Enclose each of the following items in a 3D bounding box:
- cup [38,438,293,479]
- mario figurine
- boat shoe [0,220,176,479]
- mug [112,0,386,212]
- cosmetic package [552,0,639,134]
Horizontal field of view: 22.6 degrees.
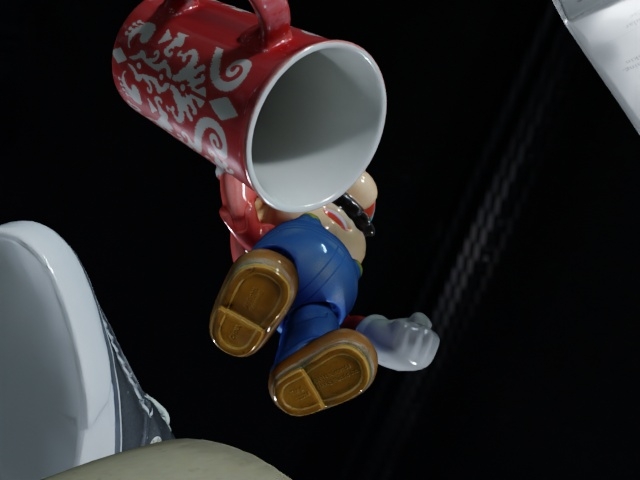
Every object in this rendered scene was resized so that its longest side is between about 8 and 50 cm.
[{"bbox_3d":[-0.127,0.246,0.547,0.331,0.237,0.331,6,-83,53],"label":"cup"},{"bbox_3d":[0.000,0.000,1.280,0.320,0.170,0.198,-86,168,-69],"label":"mario figurine"},{"bbox_3d":[-0.125,0.123,0.876,0.108,0.102,0.301,4,-67,33],"label":"boat shoe"},{"bbox_3d":[-0.050,-0.117,1.049,0.169,0.113,0.150,30,-65,44],"label":"mug"},{"bbox_3d":[0.296,-0.151,1.137,0.197,0.365,0.155,-29,-127,14],"label":"cosmetic package"}]
